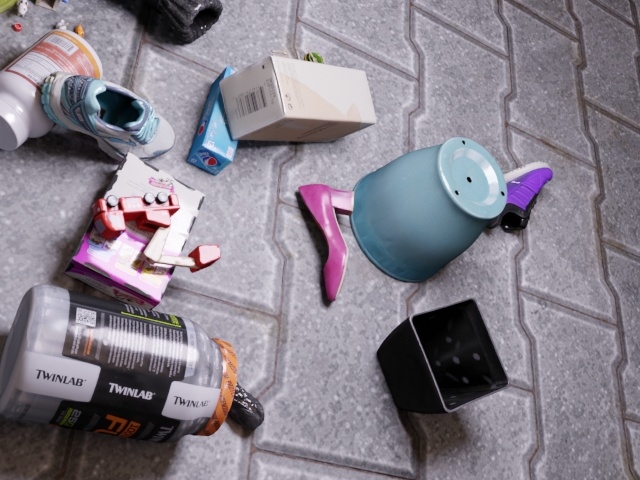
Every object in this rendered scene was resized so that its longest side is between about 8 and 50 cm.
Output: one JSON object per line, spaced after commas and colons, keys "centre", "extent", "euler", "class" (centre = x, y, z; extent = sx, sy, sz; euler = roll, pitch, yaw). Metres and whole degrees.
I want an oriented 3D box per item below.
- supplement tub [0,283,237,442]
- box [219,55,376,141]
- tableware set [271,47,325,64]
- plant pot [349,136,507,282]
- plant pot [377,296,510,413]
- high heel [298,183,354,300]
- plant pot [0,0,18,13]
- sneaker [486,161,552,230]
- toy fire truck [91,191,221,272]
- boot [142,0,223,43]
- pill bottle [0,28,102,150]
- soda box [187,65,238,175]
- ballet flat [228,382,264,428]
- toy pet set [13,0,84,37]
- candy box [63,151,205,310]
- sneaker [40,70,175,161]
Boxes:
{"centre": [-0.297, 0.191, 1.114], "extent": [0.316, 0.193, 0.193], "euler": [17, 59, -26], "class": "supplement tub"}
{"centre": [-0.036, -0.275, 1.499], "extent": [0.311, 0.148, 0.121], "euler": [-8, 84, -52], "class": "box"}
{"centre": [-0.034, -0.388, 1.690], "extent": [0.154, 0.024, 0.104], "euler": [-2, 70, -36], "class": "tableware set"}
{"centre": [0.243, -0.081, 1.581], "extent": [0.272, 0.255, 0.271], "euler": [16, 59, -29], "class": "plant pot"}
{"centre": [0.224, 0.240, 1.467], "extent": [0.187, 0.167, 0.188], "euler": [-11, 74, -37], "class": "plant pot"}
{"centre": [0.000, 0.000, 1.506], "extent": [0.117, 0.082, 0.244], "euler": [7, 75, -1], "class": "high heel"}
{"centre": [-0.602, -0.604, 1.188], "extent": [0.367, 0.353, 0.366], "euler": [16, 60, -29], "class": "plant pot"}
{"centre": [0.487, -0.098, 1.868], "extent": [0.293, 0.102, 0.146], "euler": [-19, 84, -34], "class": "sneaker"}
{"centre": [-0.270, -0.009, 1.232], "extent": [0.192, 0.047, 0.135], "euler": [-7, 74, -36], "class": "toy fire truck"}
{"centre": [-0.344, -0.490, 1.411], "extent": [0.260, 0.131, 0.348], "euler": [51, 32, -3], "class": "boot"}
{"centre": [-0.475, -0.250, 1.254], "extent": [0.121, 0.121, 0.216], "euler": [41, 52, -12], "class": "pill bottle"}
{"centre": [-0.194, -0.237, 1.473], "extent": [0.067, 0.071, 0.210], "euler": [27, 55, -24], "class": "soda box"}
{"centre": [-0.163, 0.255, 1.280], "extent": [0.173, 0.057, 0.049], "euler": [49, 9, -6], "class": "ballet flat"}
{"centre": [-0.487, -0.427, 1.368], "extent": [0.122, 0.065, 0.114], "euler": [12, 62, -31], "class": "toy pet set"}
{"centre": [-0.313, -0.014, 1.282], "extent": [0.159, 0.071, 0.233], "euler": [30, 55, -19], "class": "candy box"}
{"centre": [-0.330, -0.198, 1.272], "extent": [0.283, 0.122, 0.110], "euler": [18, 81, -60], "class": "sneaker"}
